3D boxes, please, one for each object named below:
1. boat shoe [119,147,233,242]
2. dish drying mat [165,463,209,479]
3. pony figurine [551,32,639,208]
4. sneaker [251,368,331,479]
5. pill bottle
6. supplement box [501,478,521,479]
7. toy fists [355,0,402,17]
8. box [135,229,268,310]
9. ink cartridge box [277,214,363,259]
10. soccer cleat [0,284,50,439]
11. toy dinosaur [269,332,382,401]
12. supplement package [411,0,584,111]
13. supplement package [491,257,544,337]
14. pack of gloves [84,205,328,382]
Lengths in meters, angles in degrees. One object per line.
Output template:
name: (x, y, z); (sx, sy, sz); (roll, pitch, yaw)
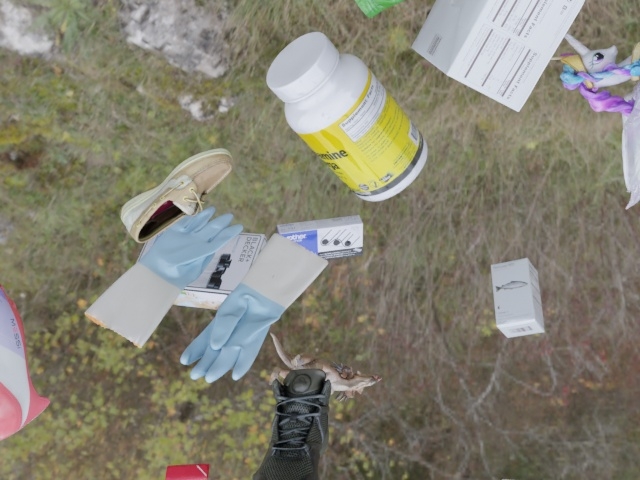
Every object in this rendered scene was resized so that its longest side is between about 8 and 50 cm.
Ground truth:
boat shoe: (-0.144, -0.044, 0.795); (0.135, 0.045, 0.050); (-35, 148, 8)
dish drying mat: (-0.253, 0.440, 1.451); (0.083, 0.032, 0.008); (-5, 143, 8)
pony figurine: (0.663, -0.274, 1.483); (0.364, 0.303, 0.350); (-13, 106, 24)
sneaker: (-0.036, 0.244, 0.975); (0.087, 0.227, 0.130); (0, 103, 11)
pill bottle: (0.051, -0.242, 1.506); (0.188, 0.187, 0.334); (-22, 132, 30)
supplement box: (0.481, 0.568, 1.558); (0.220, 0.111, 0.114); (-5, 135, 31)
toy fists: (0.082, -0.498, 1.210); (0.142, 0.279, 0.096); (-29, 158, 22)
box: (-0.268, 0.063, 1.739); (0.290, 0.169, 0.087); (6, 145, 19)
ink cartridge box: (0.000, 0.000, 1.879); (0.207, 0.046, 0.097); (-7, 124, -9)
soccer cleat: (-0.391, 0.063, 0.826); (0.109, 0.116, 0.318); (-18, 90, 35)
toy dinosaur: (-0.010, 0.344, 1.993); (0.296, 0.200, 0.127); (32, 108, 14)
supplement package: (0.291, -0.369, 1.313); (0.145, 0.262, 0.204); (23, 109, -15)
supplement package: (0.526, 0.154, 2.041); (0.105, 0.179, 0.105); (-14, 149, 26)
pack of gloves: (-0.133, 0.066, 0.936); (0.195, 0.232, 0.046); (29, 143, 12)
